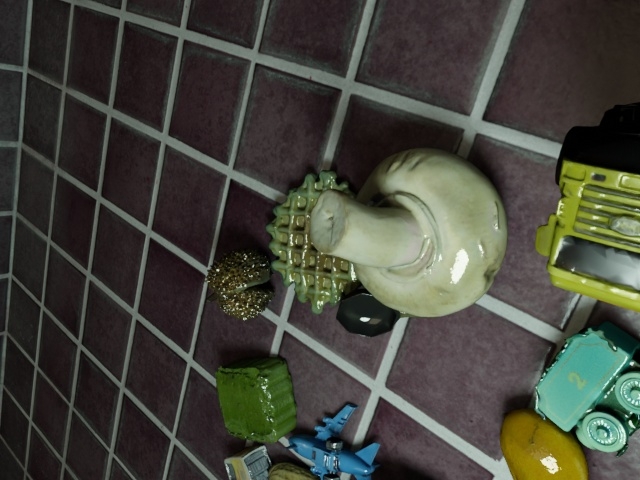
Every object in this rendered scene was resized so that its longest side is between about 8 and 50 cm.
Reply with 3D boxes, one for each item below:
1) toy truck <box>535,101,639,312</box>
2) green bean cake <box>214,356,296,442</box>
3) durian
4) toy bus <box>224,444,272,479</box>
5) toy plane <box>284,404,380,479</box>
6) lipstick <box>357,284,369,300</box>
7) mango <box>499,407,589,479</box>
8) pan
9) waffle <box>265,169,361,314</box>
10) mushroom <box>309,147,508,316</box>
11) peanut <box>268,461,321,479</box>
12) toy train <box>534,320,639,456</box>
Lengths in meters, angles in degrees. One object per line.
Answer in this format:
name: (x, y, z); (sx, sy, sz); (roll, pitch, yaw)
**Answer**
toy truck: (0.424, -0.047, 0.657); (0.180, 0.405, 0.254); (16, 115, 35)
green bean cake: (-0.173, 0.419, 1.345); (0.214, 0.113, 0.201); (-12, 88, 37)
durian: (-0.208, 0.115, 1.285); (0.166, 0.196, 0.196); (-13, 88, 49)
toy bus: (-0.160, 0.745, 1.389); (0.138, 0.097, 0.343); (-22, 82, 39)
toy plane: (0.021, 0.518, 1.223); (0.271, 0.105, 0.255); (2, 83, 33)
lipstick: (0.132, 0.089, 1.121); (0.116, 0.037, 0.037); (-44, 70, 29)
mango: (0.406, 0.412, 0.904); (0.147, 0.109, 0.228); (-33, 76, 48)
pan: (0.139, 0.162, 1.116); (0.201, 0.048, 0.129); (15, 131, 0)
waffle: (0.000, 0.000, 1.195); (0.309, 0.056, 0.292); (-48, 68, 30)
mushroom: (0.159, -0.021, 0.958); (0.355, 0.315, 0.316); (14, 108, -1)
peanut: (-0.058, 0.625, 1.301); (0.194, 0.093, 0.083); (3, 71, 40)
toy train: (0.466, 0.242, 0.843); (0.163, 0.112, 0.204); (41, 118, 33)
